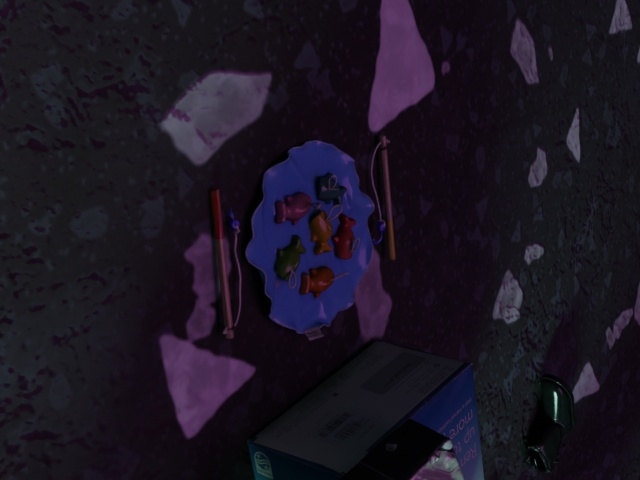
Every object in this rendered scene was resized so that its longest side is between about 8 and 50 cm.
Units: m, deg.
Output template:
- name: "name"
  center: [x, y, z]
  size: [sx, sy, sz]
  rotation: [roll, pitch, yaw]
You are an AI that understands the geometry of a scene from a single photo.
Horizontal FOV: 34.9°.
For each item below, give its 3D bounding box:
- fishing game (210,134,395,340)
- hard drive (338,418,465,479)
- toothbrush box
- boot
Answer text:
- name: "fishing game"
  center: [0.000, 0.000, 0.973]
  size: [0.264, 0.041, 0.189]
  rotation: [-17, 109, -48]
- name: "hard drive"
  center: [0.012, 0.346, 0.872]
  size: [0.339, 0.064, 0.237]
  rotation: [-35, 122, -27]
- name: "toothbrush box"
  center: [0.063, 0.287, 1.045]
  size: [0.216, 0.126, 0.296]
  rotation: [-31, 122, -42]
- name: "boot"
  center: [0.319, 0.260, 1.431]
  size: [0.099, 0.045, 0.121]
  rotation: [-50, 133, -28]
